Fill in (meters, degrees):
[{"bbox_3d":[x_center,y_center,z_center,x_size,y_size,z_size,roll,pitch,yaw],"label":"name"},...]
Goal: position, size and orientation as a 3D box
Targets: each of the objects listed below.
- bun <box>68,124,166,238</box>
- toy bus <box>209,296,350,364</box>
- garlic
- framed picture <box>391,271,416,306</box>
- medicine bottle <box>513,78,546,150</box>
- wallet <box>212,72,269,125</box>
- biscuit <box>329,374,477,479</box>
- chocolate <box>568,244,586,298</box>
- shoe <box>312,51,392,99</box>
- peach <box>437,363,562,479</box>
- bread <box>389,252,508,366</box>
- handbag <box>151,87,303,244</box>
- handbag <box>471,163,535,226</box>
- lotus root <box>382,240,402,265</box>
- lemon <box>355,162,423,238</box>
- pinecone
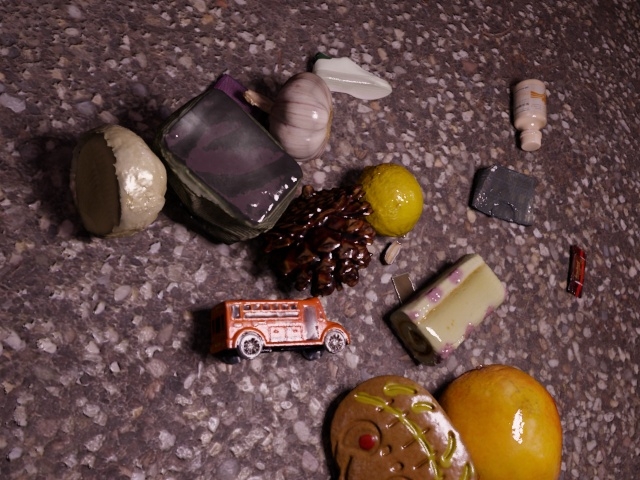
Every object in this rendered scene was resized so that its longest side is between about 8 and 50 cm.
[{"bbox_3d":[-0.435,-0.130,1.320,0.152,0.259,0.260,-7,78,-44],"label":"bun"},{"bbox_3d":[-0.094,0.216,1.455,0.329,0.143,0.153,3,72,-26],"label":"toy bus"},{"bbox_3d":[-0.089,-0.343,1.605,0.253,0.245,0.245,17,65,1],"label":"garlic"},{"bbox_3d":[0.245,0.141,1.744,0.066,0.006,0.089,-16,82,-31],"label":"framed picture"},{"bbox_3d":[0.749,-0.445,2.143,0.114,0.114,0.252,15,69,-24],"label":"medicine bottle"},{"bbox_3d":[-0.219,-0.375,1.636,0.166,0.030,0.111,35,61,-15],"label":"wallet"},{"bbox_3d":[0.179,0.539,1.450,0.350,0.070,0.394,-40,74,-3],"label":"biscuit"},{"bbox_3d":[0.900,0.108,2.102,0.086,0.028,0.183,25,65,-28],"label":"chocolate"},{"bbox_3d":[0.096,-0.505,1.816,0.264,0.095,0.110,3,73,-26],"label":"shoe"},{"bbox_3d":[0.463,0.516,1.579,0.372,0.290,0.373,6,74,-23],"label":"peach"},{"bbox_3d":[0.369,0.191,1.710,0.338,0.155,0.187,-35,85,-30],"label":"bread"},{"bbox_3d":[-0.239,-0.159,1.436,0.340,0.240,0.247,43,63,-10],"label":"handbag"},{"bbox_3d":[0.617,-0.149,2.003,0.270,0.088,0.175,15,76,-24],"label":"handbag"},{"bbox_3d":[0.203,0.038,1.739,0.037,0.030,0.083,39,59,-6],"label":"lotus root"},{"bbox_3d":[0.191,-0.113,1.685,0.192,0.192,0.231,-25,85,-32],"label":"lemon"},{"bbox_3d":[0.003,0.006,1.485,0.298,0.296,0.242,-21,43,-4],"label":"pinecone"}]
